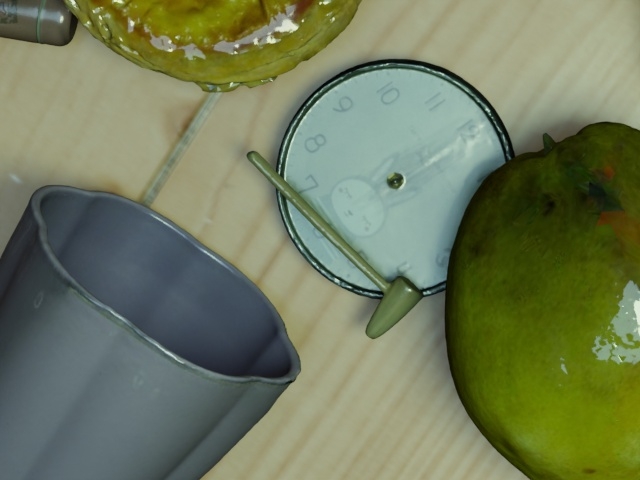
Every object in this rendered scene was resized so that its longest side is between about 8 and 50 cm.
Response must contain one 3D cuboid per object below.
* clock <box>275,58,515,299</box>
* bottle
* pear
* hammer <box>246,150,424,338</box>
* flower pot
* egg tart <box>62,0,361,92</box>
[{"bbox_3d":[0.066,-0.052,1.700,0.215,0.042,0.215,0,94,3],"label":"clock"},{"bbox_3d":[-0.284,-0.205,1.705,0.140,0.053,0.053,10,95,2],"label":"bottle"},{"bbox_3d":[0.232,0.066,1.594,0.269,0.269,0.321,-14,95,4],"label":"pear"},{"bbox_3d":[0.000,0.000,1.678,0.195,0.028,0.060,45,102,3],"label":"hammer"},{"bbox_3d":[-0.185,0.126,1.636,0.265,0.265,0.243,33,106,1],"label":"flower pot"},{"bbox_3d":[-0.093,-0.271,1.659,0.294,0.116,0.295,0,93,1],"label":"egg tart"}]
